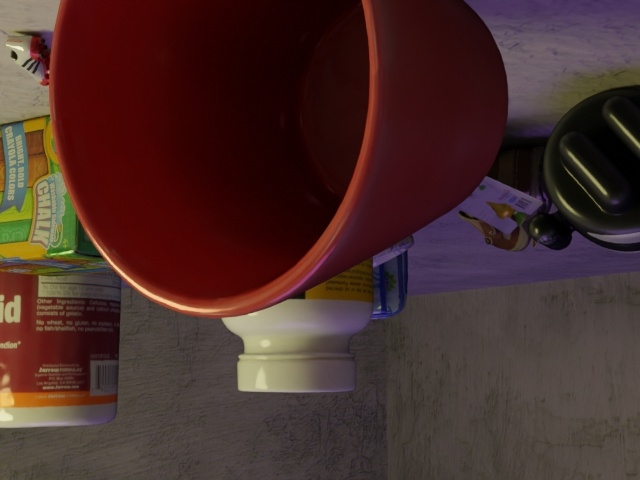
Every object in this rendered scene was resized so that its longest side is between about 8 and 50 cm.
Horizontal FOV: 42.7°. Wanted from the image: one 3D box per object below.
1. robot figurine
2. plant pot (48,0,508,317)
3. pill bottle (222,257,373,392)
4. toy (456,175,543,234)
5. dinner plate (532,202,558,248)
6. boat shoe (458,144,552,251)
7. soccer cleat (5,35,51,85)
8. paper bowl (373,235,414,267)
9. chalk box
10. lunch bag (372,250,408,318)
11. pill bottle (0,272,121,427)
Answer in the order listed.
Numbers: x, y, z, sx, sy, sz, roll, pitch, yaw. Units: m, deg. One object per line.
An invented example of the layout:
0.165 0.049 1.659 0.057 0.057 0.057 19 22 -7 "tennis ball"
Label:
0.357 -0.079 0.966 0.209 0.173 0.278 -1 172 25 "robot figurine"
-0.006 -0.100 0.568 0.275 0.275 0.243 -7 180 37 "plant pot"
-0.029 0.014 0.997 0.188 0.334 0.188 -1 171 0 "pill bottle"
0.174 -0.096 1.092 0.237 0.056 0.137 29 163 3 "toy"
0.346 -0.053 1.229 0.017 0.141 0.141 17 174 10 "dinner plate"
0.274 -0.068 1.259 0.120 0.122 0.324 5 164 5 "boat shoe"
-0.275 -0.172 0.779 0.036 0.029 0.083 9 167 -5 "soccer cleat"
0.000 0.000 1.363 0.284 0.148 0.284 -25 173 -3 "paper bowl"
-0.309 -0.055 1.060 0.289 0.180 0.179 -6 170 29 "chalk box"
0.087 0.045 1.615 0.176 0.219 0.090 -1 178 14 "lunch bag"
-0.433 0.092 1.303 0.224 0.392 0.224 -1 171 0 "pill bottle"
